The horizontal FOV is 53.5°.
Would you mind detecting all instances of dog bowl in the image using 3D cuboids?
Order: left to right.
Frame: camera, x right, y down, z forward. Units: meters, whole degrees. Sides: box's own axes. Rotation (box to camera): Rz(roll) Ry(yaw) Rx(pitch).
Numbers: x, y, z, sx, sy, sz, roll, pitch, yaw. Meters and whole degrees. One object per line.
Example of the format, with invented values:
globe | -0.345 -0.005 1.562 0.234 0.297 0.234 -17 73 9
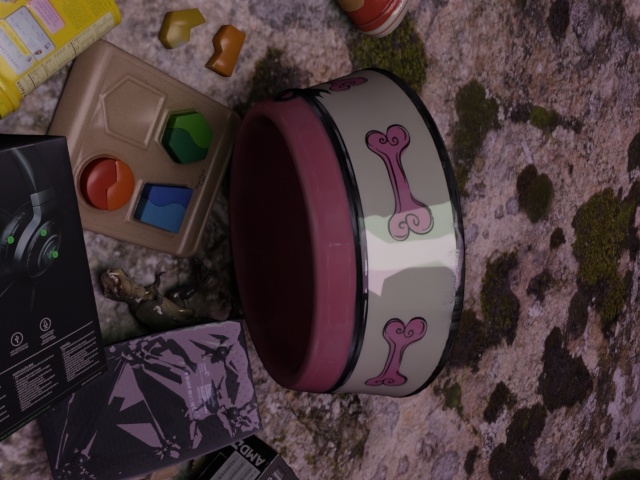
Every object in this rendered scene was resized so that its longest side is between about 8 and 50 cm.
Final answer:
dog bowl | 0.000 0.000 0.778 0.150 0.408 0.409 -6 107 -21

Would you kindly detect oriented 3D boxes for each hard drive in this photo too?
hard drive | -0.211 0.197 0.790 0.254 0.054 0.172 -13 101 -19

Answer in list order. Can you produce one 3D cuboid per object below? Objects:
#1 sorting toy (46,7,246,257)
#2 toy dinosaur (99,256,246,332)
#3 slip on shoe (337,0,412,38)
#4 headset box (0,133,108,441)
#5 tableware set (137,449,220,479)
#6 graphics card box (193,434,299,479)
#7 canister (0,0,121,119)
sorting toy | -0.197 -0.146 0.779 0.229 0.041 0.308 21 87 -44
toy dinosaur | -0.175 0.101 0.848 0.118 0.064 0.268 -40 121 -5
slip on shoe | 0.118 -0.469 0.932 0.101 0.123 0.332 24 90 -40
headset box | -0.347 0.042 0.578 0.246 0.131 0.283 -37 128 -57
tableware set | -0.170 0.276 0.904 0.194 0.039 0.128 4 99 -53
graphics card box | -0.170 0.482 0.927 0.371 0.094 0.233 -48 139 -24
canister | -0.302 -0.223 0.640 0.170 0.073 0.126 -49 129 -23
